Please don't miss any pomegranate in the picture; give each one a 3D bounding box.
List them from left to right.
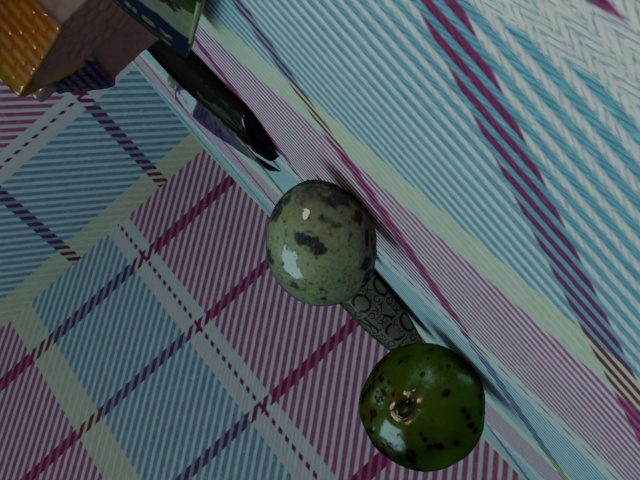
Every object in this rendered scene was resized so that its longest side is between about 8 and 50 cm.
[{"bbox_3d":[0.181,0.273,1.812,0.211,0.211,0.263,46,-163,27],"label":"pomegranate"}]

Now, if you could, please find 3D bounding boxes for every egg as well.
[{"bbox_3d":[0.000,0.000,1.381,0.141,0.141,0.181,45,157,40],"label":"egg"}]

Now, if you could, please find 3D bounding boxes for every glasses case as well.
[{"bbox_3d":[0.055,0.074,1.966,0.354,0.085,0.137,49,178,-15],"label":"glasses case"}]

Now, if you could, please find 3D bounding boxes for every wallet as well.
[{"bbox_3d":[-0.196,-0.253,1.770,0.321,0.044,0.170,46,174,23],"label":"wallet"}]

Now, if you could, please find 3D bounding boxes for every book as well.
[{"bbox_3d":[-0.213,-0.285,1.109,0.228,0.018,0.322,41,173,-6],"label":"book"}]

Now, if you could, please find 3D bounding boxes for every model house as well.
[{"bbox_3d":[-0.373,-0.325,1.541,0.202,0.237,0.237,46,176,12],"label":"model house"}]

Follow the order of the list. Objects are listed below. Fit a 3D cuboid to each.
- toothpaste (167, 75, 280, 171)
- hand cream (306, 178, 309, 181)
[{"bbox_3d":[-0.188,-0.220,2.043,0.301,0.048,0.075,44,165,27],"label":"toothpaste"},{"bbox_3d":[0.033,-0.003,1.651,0.088,0.055,0.256,55,178,30],"label":"hand cream"}]
